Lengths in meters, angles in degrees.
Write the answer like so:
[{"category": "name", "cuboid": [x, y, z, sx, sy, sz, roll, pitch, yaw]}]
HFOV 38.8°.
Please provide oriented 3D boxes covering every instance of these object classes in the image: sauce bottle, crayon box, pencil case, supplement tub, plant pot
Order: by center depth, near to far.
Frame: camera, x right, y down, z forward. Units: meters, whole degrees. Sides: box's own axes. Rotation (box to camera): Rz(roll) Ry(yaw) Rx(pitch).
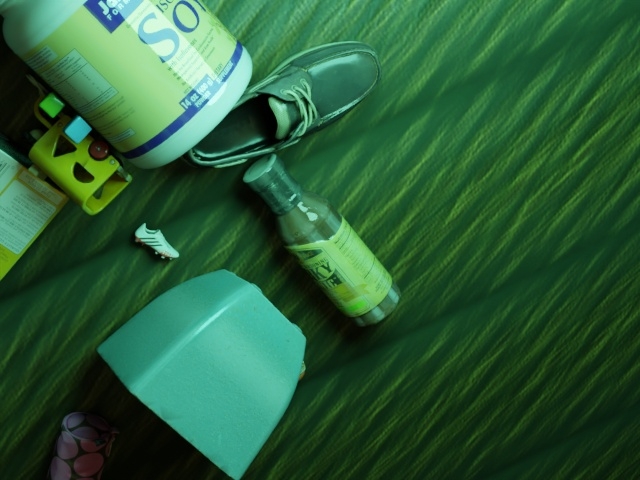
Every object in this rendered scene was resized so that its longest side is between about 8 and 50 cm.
[{"category": "supplement tub", "cuboid": [-0.283, -0.288, 1.269, 0.241, 0.241, 0.331, -42, 116, 6]}, {"category": "crayon box", "cuboid": [-0.567, -0.019, 1.401, 0.203, 0.083, 0.323, 39, 98, -24]}, {"category": "plant pot", "cuboid": [-0.175, 0.191, 1.504, 0.252, 0.248, 0.247, -49, 116, -11]}, {"category": "sauce bottle", "cuboid": [0.000, 0.000, 1.532, 0.111, 0.111, 0.344, -39, 114, 4]}, {"category": "pencil case", "cuboid": [-0.431, 0.413, 1.613, 0.098, 0.095, 0.209, 8, 113, -33]}]

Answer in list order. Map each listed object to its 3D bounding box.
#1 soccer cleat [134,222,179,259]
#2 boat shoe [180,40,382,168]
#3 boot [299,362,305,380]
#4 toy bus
[{"category": "soccer cleat", "cuboid": [-0.269, 0.002, 1.511, 0.083, 0.029, 0.035, 31, 107, -18]}, {"category": "boat shoe", "cuboid": [-0.058, -0.197, 1.421, 0.356, 0.130, 0.132, -27, 116, -1]}, {"category": "boot", "cuboid": [-0.087, 0.274, 1.656, 0.158, 0.059, 0.084, -28, 119, 9]}, {"category": "toy bus", "cuboid": [-0.379, -0.129, 1.341, 0.104, 0.202, 0.191, -47, 126, -7]}]
